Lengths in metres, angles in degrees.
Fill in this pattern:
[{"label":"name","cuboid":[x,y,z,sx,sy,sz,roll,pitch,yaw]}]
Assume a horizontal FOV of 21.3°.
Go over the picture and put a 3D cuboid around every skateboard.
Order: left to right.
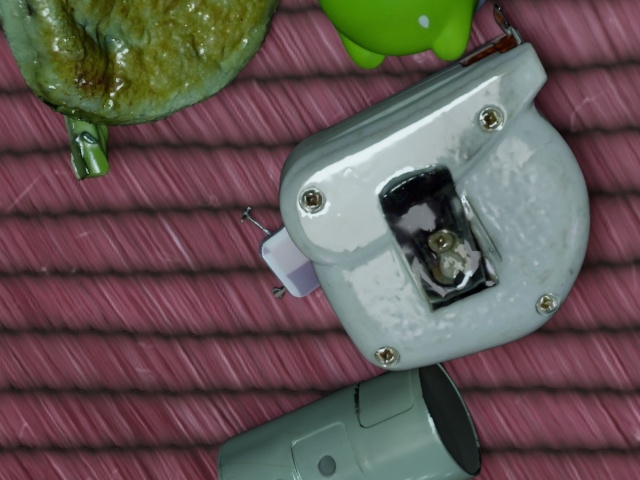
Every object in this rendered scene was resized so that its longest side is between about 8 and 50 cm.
[{"label":"skateboard","cuboid":[-0.050,0.011,1.606,0.083,0.032,0.064,41,122,-7]}]

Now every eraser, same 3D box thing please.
[{"label":"eraser","cuboid":[0.000,0.000,1.569,0.105,0.026,0.065,-38,101,-6]}]

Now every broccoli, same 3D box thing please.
[{"label":"broccoli","cuboid":[-0.218,-0.153,1.523,0.122,0.118,0.204,-10,85,8]}]

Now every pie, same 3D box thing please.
[{"label":"pie","cuboid":[-0.156,-0.232,1.450,0.078,0.277,0.277,16,117,48]}]

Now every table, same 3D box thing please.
[{"label":"table","cuboid":[0.027,0.205,1.603,0.220,0.126,0.126,-25,102,17]}]

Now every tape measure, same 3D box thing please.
[{"label":"tape measure","cuboid":[0.109,-0.030,1.487,0.258,0.130,0.265,-28,102,5]}]

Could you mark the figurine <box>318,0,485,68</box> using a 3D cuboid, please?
[{"label":"figurine","cuboid":[0.062,-0.279,1.430,0.162,0.143,0.263,-3,98,29]}]
